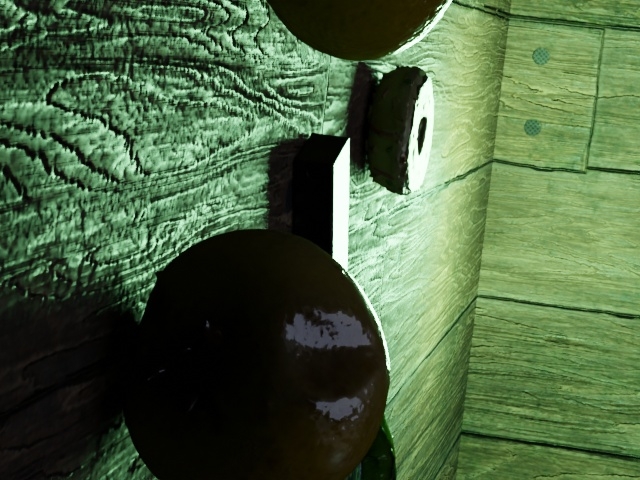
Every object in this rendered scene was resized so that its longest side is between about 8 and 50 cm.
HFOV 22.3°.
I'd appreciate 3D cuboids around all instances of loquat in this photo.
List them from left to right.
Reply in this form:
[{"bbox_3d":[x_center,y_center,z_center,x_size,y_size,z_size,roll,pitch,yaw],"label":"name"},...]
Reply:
[{"bbox_3d":[-0.046,0.096,1.221,0.213,0.213,0.213,7,90,-78],"label":"loquat"}]

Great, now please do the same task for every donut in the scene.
[{"bbox_3d":[0.100,-0.142,2.091,0.174,0.068,0.175,9,90,-76],"label":"donut"}]

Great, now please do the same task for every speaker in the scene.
[{"bbox_3d":[0.000,0.000,1.750,0.082,0.044,0.218,-63,157,-58],"label":"speaker"}]

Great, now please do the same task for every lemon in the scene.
[{"bbox_3d":[0.032,-0.250,1.401,0.244,0.186,0.187,82,19,-64],"label":"lemon"}]

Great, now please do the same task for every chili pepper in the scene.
[{"bbox_3d":[0.068,0.281,2.211,0.085,0.076,0.359,-39,141,-37],"label":"chili pepper"}]

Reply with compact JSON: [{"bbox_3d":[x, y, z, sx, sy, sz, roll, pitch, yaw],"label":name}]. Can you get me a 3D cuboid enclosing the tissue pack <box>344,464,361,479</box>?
[{"bbox_3d":[-0.006,0.247,1.792,0.235,0.073,0.173,-20,110,-77],"label":"tissue pack"}]
